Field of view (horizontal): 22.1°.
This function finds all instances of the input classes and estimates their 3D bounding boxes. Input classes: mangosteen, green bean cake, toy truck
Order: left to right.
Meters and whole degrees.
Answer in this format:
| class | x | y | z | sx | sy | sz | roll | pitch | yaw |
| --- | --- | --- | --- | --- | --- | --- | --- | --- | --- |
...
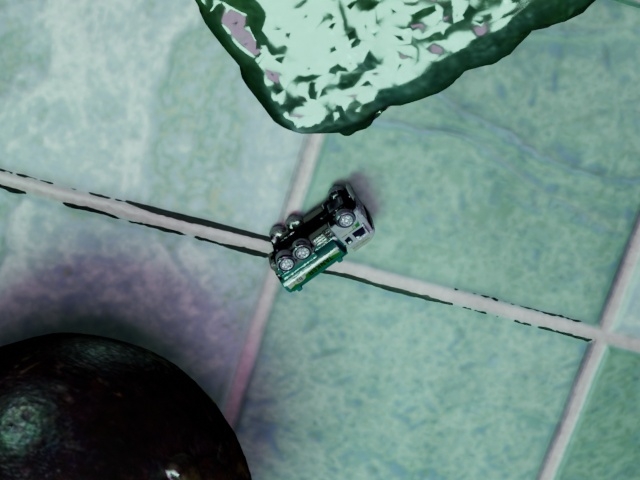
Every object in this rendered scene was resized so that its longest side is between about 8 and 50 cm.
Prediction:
| class | x | y | z | sx | sy | sz | roll | pitch | yaw |
| --- | --- | --- | --- | --- | --- | --- | --- | --- | --- |
| mangosteen | -0.183 | 0.201 | 1.123 | 0.288 | 0.288 | 0.288 | -1 | 112 | -2 |
| toy truck | 0.000 | 0.000 | 1.170 | 0.083 | 0.039 | 0.044 | -35 | 125 | 13 |
| green bean cake | 0.037 | -0.256 | 0.968 | 0.300 | 0.169 | 0.308 | -26 | 117 | 21 |
